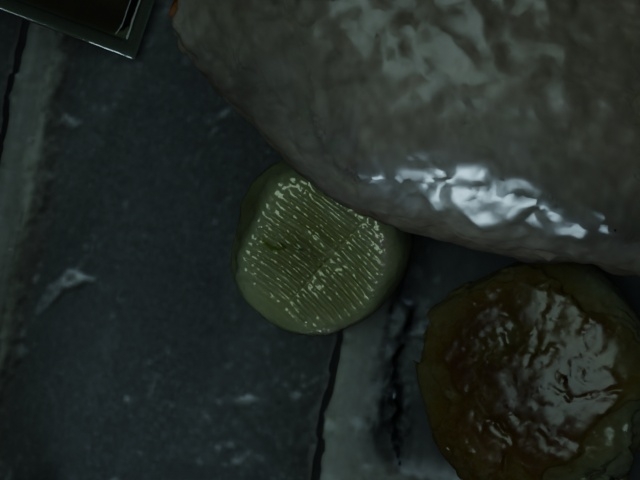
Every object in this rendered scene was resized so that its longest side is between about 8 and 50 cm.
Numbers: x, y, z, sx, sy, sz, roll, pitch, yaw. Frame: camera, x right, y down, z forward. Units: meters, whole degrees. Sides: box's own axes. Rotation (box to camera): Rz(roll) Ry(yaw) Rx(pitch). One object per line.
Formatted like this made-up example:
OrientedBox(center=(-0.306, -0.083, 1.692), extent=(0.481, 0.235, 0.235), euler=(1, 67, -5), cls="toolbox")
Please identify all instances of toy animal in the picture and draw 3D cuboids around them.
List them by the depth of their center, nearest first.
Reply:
OrientedBox(center=(0.095, -0.111, 1.115), extent=(0.358, 0.188, 0.227), euler=(15, 82, -1), cls="toy animal")

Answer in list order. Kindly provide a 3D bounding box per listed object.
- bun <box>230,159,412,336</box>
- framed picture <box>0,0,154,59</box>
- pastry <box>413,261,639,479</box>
OrientedBox(center=(0.000, 0.000, 1.203), extent=(0.115, 0.069, 0.115), euler=(4, 108, 11), cls="bun")
OrientedBox(center=(-0.162, -0.283, 1.223), extent=(0.213, 0.016, 0.289), euler=(18, 92, -25), cls="framed picture")
OrientedBox(center=(0.128, 0.081, 1.157), extent=(0.153, 0.081, 0.153), euler=(0, 90, 13), cls="pastry")
